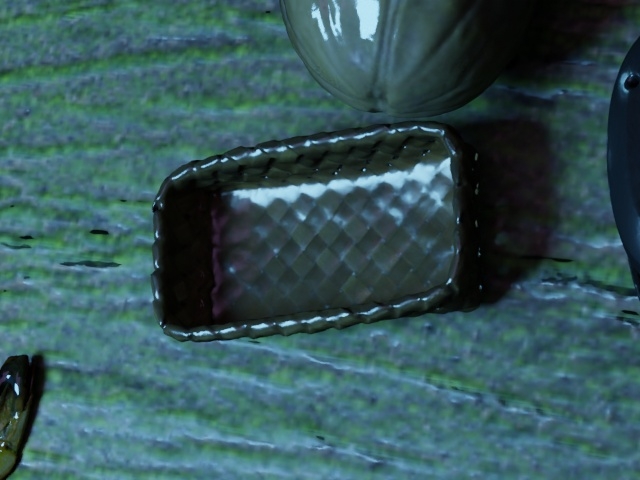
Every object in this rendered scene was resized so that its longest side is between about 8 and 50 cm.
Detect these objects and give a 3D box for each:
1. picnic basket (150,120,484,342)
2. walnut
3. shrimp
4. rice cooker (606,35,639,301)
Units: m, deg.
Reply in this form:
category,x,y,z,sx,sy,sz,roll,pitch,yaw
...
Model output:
category,x,y,z,sx,sy,sz,roll,pitch,yaw
picnic basket,0.000,0.000,1.021,0.193,0.055,0.110,-7,75,26
walnut,0.048,-0.144,0.987,0.140,0.140,0.162,-2,47,27
shrimp,-0.231,0.074,1.138,0.124,0.034,0.178,-16,71,20
rice cooker,0.196,-0.032,0.899,0.112,0.106,0.165,-9,62,22
